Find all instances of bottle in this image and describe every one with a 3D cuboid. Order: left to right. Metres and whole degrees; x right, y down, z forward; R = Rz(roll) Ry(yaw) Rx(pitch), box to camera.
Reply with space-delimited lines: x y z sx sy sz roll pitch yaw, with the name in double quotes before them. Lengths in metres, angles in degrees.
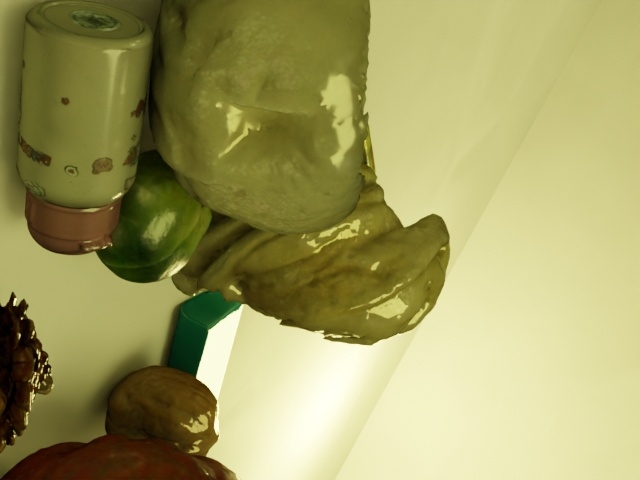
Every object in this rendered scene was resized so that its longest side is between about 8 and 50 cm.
"bottle" -0.222 -0.093 0.733 0.110 0.110 0.233 -33 147 -51

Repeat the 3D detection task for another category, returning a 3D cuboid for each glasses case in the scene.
"glasses case" -0.204 0.220 1.257 0.117 0.070 0.301 -38 149 -58

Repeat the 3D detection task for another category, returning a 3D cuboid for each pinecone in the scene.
"pinecone" -0.330 0.120 0.711 0.173 0.173 0.173 -49 157 -30

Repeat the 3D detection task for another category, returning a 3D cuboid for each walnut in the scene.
"walnut" -0.220 0.250 1.119 0.149 0.166 0.166 -67 174 -58

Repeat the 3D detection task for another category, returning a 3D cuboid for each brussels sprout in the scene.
"brussels sprout" -0.192 -0.029 0.878 0.155 0.117 0.155 4 90 -83

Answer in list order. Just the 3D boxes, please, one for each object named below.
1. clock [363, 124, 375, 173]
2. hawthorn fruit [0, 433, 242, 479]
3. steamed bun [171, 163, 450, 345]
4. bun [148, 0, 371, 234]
"clock" 0.015 -0.116 1.282 0.143 0.096 0.202 -58 161 -16
"hawthorn fruit" -0.248 0.446 0.948 0.403 0.403 0.403 -49 157 -30
"steamed bun" -0.004 0.000 1.085 0.325 0.372 0.230 -27 129 -84
"bun" -0.060 -0.172 0.810 0.360 0.211 0.360 -179 -90 -90
